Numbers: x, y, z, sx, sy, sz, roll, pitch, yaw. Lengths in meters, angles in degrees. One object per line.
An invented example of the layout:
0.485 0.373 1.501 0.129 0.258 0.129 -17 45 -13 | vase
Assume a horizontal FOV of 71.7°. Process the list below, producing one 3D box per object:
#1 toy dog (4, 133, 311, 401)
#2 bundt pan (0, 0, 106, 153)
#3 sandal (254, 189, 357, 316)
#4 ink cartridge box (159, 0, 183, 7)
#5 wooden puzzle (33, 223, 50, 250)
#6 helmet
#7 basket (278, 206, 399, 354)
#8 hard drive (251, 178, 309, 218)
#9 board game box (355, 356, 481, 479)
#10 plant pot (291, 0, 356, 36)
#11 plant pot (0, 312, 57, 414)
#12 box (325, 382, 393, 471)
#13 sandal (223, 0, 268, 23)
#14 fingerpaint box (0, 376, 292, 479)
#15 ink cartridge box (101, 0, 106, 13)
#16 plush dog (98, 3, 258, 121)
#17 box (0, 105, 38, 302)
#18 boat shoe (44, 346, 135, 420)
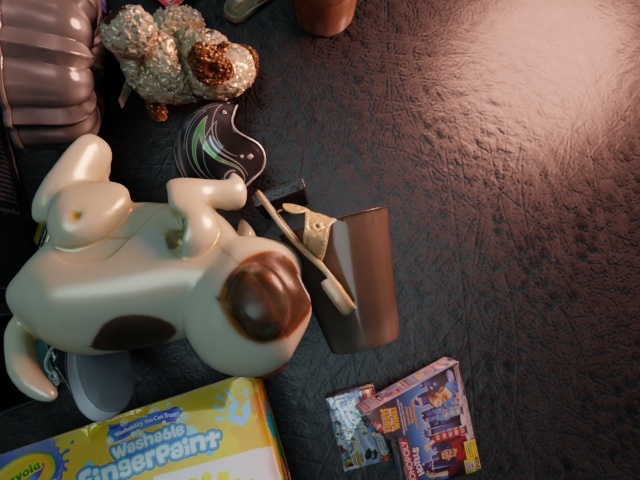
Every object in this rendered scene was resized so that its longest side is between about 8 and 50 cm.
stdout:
-0.212 0.060 0.664 0.407 0.285 0.396 14 43 6 | toy dog
-0.449 -0.313 0.772 0.124 0.331 0.331 1 84 -22 | bundt pan
0.000 0.000 0.696 0.079 0.088 0.240 -36 91 0 | sandal
-0.326 -0.650 0.877 0.296 0.066 0.261 38 78 -3 | ink cartridge box
-0.461 -0.061 0.781 0.044 0.238 0.221 19 85 -31 | wooden puzzle
-0.186 -0.162 0.814 0.169 0.169 0.161 -45 102 -3 | helmet
0.050 0.075 0.796 0.204 0.154 0.227 -14 88 7 | basket
-0.070 -0.073 0.815 0.094 0.135 0.022 -21 84 -1 | hard drive
0.169 0.329 0.794 0.194 0.060 0.194 -10 86 -10 | board game box
0.007 -0.486 0.837 0.166 0.165 0.167 0 84 2 | plant pot
-0.647 0.242 0.790 0.234 0.165 0.166 -17 84 6 | plant pot
0.071 0.347 0.827 0.093 0.027 0.137 -14 85 1 | box
-0.129 -0.521 0.901 0.072 0.049 0.180 44 87 5 | sandal
-0.263 0.458 0.714 0.444 0.163 0.371 -18 75 -6 | fingerpaint box
-0.540 -0.577 0.910 0.185 0.065 0.312 -2 82 0 | ink cartridge box
-0.232 -0.319 0.821 0.225 0.262 0.211 8 118 11 | plush dog
-0.828 -0.066 0.758 0.479 0.297 0.472 -18 87 0 | box
-0.412 0.194 0.758 0.105 0.113 0.306 -45 52 5 | boat shoe
